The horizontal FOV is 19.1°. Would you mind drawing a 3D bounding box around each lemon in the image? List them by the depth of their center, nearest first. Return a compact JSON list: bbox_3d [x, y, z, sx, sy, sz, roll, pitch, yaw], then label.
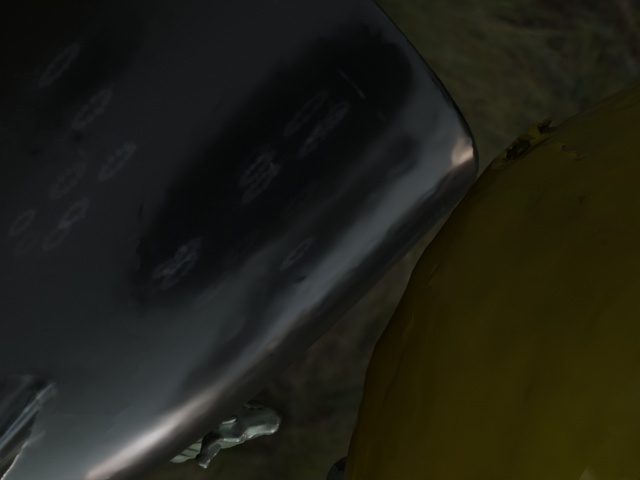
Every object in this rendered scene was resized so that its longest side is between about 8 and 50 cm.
[{"bbox_3d":[0.151,0.079,0.491,0.297,0.297,0.297,-11,113,-29],"label":"lemon"}]

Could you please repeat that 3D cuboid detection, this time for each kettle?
[{"bbox_3d":[-0.117,-0.001,0.767,0.290,0.268,0.207,-48,115,-5],"label":"kettle"}]

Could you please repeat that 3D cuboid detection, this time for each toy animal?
[{"bbox_3d":[-0.119,0.104,1.338,0.073,0.217,0.176,-59,160,-2],"label":"toy animal"}]

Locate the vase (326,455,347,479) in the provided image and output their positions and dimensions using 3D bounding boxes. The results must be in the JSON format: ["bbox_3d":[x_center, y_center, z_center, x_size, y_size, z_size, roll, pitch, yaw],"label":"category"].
[{"bbox_3d":[0.089,0.227,1.713,0.060,0.211,0.060,2,87,-37],"label":"vase"}]
